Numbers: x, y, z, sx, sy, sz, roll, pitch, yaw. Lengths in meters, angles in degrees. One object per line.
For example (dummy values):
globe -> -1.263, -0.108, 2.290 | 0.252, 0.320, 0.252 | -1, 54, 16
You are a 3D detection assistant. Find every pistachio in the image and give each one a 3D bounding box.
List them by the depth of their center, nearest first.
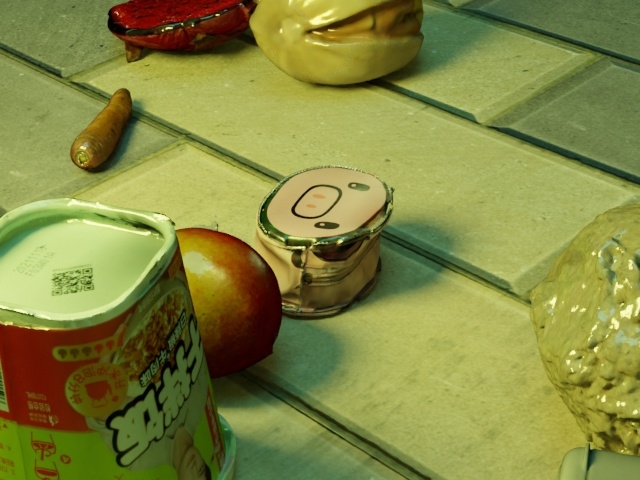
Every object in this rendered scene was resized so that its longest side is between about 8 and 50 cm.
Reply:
pistachio -> 0.035, -0.374, 2.146 | 0.309, 0.230, 0.230 | -16, 35, -24

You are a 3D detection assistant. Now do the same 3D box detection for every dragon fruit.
dragon fruit -> -0.237, -0.387, 2.285 | 0.344, 0.100, 0.282 | -6, 23, 21

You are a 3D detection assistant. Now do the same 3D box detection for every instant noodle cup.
instant noodle cup -> -0.239, 0.140, 1.303 | 0.294, 0.308, 0.294 | -2, 33, 1

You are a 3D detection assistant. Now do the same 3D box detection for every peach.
peach -> -0.134, 0.079, 1.510 | 0.197, 0.197, 0.197 | -2, 33, 2

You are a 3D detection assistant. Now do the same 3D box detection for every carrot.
carrot -> -0.339, -0.182, 2.035 | 0.059, 0.059, 0.248 | 2, 31, 9

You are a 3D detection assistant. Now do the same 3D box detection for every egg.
egg -> 0.358, 0.100, 1.350 | 0.279, 0.279, 0.310 | -5, 48, -2

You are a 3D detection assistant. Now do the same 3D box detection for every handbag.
handbag -> 0.000, -0.001, 1.671 | 0.179, 0.116, 0.205 | 13, 36, 22

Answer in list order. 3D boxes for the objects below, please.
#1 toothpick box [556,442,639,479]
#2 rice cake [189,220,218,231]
toothpick box -> 0.349, 0.302, 1.083 | 0.316, 0.229, 0.229 | 7, 35, 14
rice cake -> -0.219, 0.052, 1.668 | 0.049, 0.055, 0.270 | 6, 34, 34
